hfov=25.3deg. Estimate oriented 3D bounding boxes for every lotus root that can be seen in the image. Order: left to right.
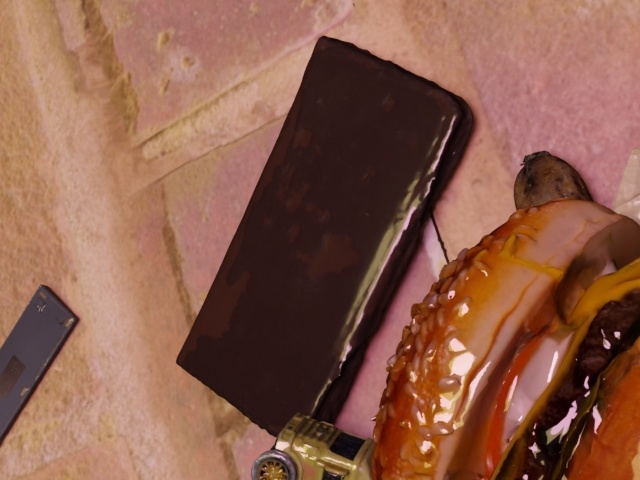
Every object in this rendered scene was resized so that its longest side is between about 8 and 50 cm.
[{"bbox_3d":[0.171,-0.027,1.046,0.054,0.049,0.099,-32,60,26],"label":"lotus root"}]

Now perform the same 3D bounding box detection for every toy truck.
[{"bbox_3d":[0.000,0.236,1.076,0.116,0.085,0.191,13,98,10],"label":"toy truck"}]

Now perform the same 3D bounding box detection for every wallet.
[{"bbox_3d":[0.000,0.000,1.153,0.165,0.042,0.310,29,98,33],"label":"wallet"}]

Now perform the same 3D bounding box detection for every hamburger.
[{"bbox_3d":[0.161,0.118,0.900,0.225,0.291,0.291,26,96,28],"label":"hamburger"}]

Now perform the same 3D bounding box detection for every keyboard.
[{"bbox_3d":[-0.286,0.127,1.329,0.055,0.014,0.176,40,103,30],"label":"keyboard"}]

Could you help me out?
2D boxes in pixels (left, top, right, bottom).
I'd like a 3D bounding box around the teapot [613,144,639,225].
[{"bbox_3d":[0.307,-0.024,0.948,0.200,0.077,0.107,11,68,33],"label":"teapot"}]
